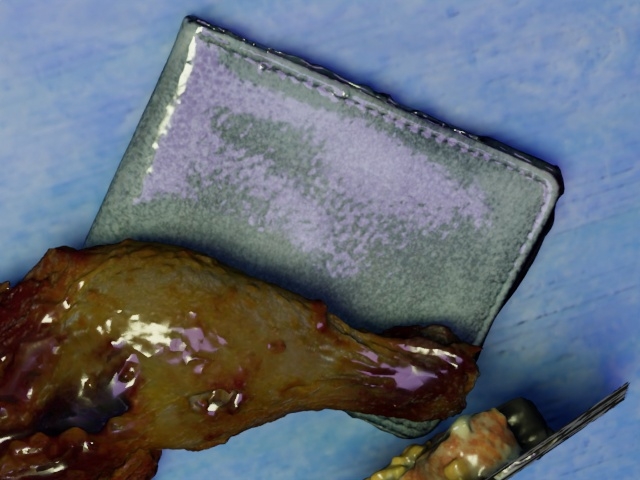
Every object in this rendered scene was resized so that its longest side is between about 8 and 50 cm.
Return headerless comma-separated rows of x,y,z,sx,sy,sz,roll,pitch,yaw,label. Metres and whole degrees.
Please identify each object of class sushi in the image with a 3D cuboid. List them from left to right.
0.067,0.112,0.797,0.193,0.210,0.040,-34,78,1,sushi

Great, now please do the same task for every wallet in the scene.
0.000,-0.001,0.802,0.222,0.036,0.167,21,106,-18,wallet

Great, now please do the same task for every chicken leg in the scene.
-0.090,0.083,0.770,0.322,0.083,0.177,-27,128,13,chicken leg
